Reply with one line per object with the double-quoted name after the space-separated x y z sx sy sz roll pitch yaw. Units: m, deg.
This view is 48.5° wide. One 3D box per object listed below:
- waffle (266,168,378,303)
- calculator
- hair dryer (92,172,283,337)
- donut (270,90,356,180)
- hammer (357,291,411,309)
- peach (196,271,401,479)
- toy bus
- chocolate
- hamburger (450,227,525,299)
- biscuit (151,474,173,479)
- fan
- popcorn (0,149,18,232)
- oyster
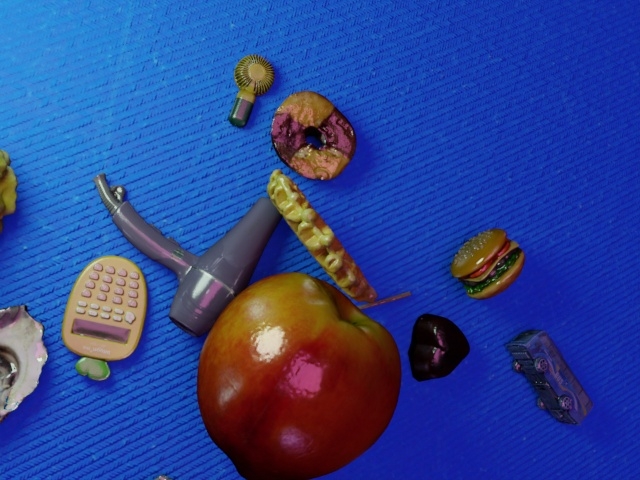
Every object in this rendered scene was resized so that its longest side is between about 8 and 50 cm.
-0.001 0.001 1.356 0.065 0.283 0.309 -36 83 1 "waffle"
-0.405 0.145 1.339 0.146 0.032 0.235 15 83 -16 "calculator"
-0.273 -0.025 1.359 0.361 0.121 0.301 36 70 -8 "hair dryer"
-0.021 -0.208 1.449 0.184 0.073 0.166 30 79 -15 "donut"
0.110 0.147 1.504 0.195 0.028 0.060 -13 97 -19 "hammer"
-0.050 0.256 1.281 0.388 0.388 0.388 1 88 -17 "peach"
0.516 0.306 1.602 0.094 0.079 0.236 -39 100 -31 "toy bus"
0.261 0.237 1.519 0.125 0.080 0.149 15 82 -16 "chocolate"
0.356 0.050 1.516 0.162 0.162 0.115 -46 99 -14 "hamburger"
-0.248 0.560 1.365 0.289 0.038 0.141 31 89 -9 "biscuit"
-0.143 -0.300 1.432 0.082 0.039 0.155 20 83 -16 "fan"
-0.648 -0.089 1.186 0.250 0.235 0.242 -13 99 -57 "popcorn"
-0.592 0.224 1.253 0.222 0.083 0.214 -15 96 -23 "oyster"
